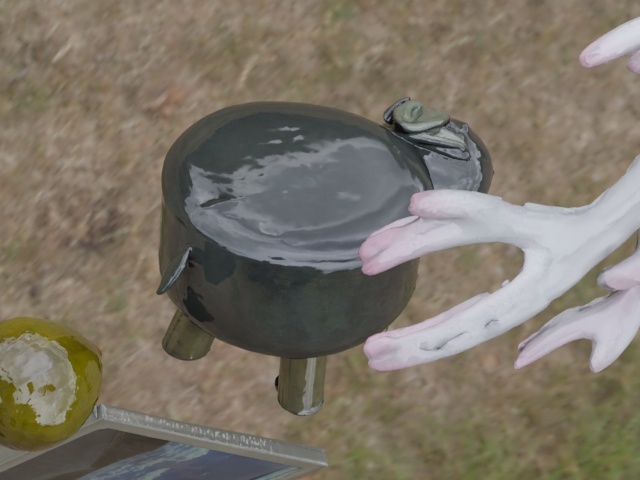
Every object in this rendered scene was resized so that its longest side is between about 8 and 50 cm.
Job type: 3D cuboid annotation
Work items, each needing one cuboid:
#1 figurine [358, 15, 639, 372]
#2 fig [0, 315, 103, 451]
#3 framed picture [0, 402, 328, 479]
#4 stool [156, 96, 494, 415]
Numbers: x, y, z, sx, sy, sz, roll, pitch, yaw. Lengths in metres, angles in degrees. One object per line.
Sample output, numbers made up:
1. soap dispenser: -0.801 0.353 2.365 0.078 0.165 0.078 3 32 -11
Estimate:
1. figurine: 0.210 0.038 0.570 0.284 0.206 0.316 -44 123 3
2. fig: -0.152 0.075 1.036 0.074 0.074 0.088 59 35 2
3. framed picture: -0.144 0.172 1.435 0.260 0.189 0.023 20 52 -51
4. stool: 0.004 0.006 1.130 0.228 0.139 0.153 -6 42 -16
